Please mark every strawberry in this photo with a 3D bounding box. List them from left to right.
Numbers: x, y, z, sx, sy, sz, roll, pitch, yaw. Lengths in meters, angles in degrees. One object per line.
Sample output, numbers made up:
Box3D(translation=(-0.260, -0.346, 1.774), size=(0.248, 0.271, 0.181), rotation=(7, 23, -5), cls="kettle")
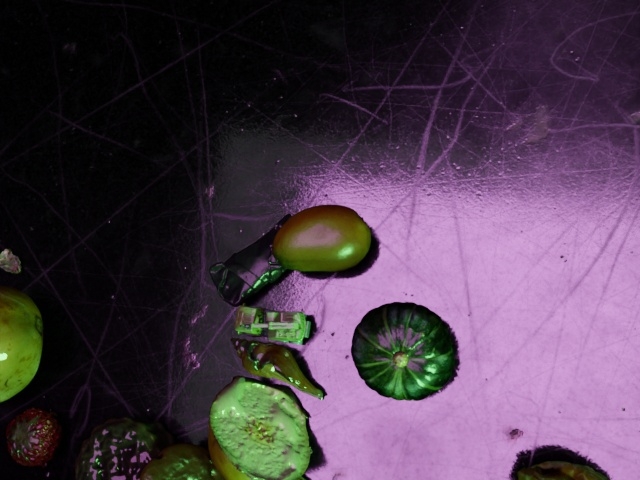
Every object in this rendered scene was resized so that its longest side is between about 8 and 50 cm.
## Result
Box3D(translation=(-0.698, 0.478, 1.672), size=(0.145, 0.086, 0.145), rotation=(-3, 77, 14), cls="strawberry")

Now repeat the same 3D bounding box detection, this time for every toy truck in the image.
Box3D(translation=(-0.112, 0.187, 1.555), size=(0.169, 0.100, 0.077), rotation=(8, 80, 16), cls="toy truck")

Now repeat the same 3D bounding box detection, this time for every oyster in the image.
Box3D(translation=(-0.816, 0.060, 1.821), size=(0.083, 0.019, 0.054), rotation=(35, 89, 21), cls="oyster")

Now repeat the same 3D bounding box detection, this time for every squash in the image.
Box3D(translation=(0.171, 0.229, 1.429), size=(0.218, 0.172, 0.218), rotation=(-1, 81, 9), cls="squash")

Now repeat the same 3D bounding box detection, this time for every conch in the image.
Box3D(translation=(-0.095, 0.276, 1.545), size=(0.233, 0.086, 0.080), rotation=(16, 63, 13), cls="conch")

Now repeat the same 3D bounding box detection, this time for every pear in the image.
Box3D(translation=(-0.163, 0.441, 1.485), size=(0.267, 0.267, 0.178), rotation=(52, 121, 18), cls="pear")

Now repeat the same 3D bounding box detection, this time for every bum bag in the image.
Box3D(translation=(-0.140, 0.047, 1.611), size=(0.248, 0.060, 0.123), rotation=(-38, 68, 4), cls="bum bag")

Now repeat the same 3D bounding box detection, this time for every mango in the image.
Box3D(translation=(0.002, -0.006, 1.541), size=(0.221, 0.120, 0.151), rotation=(0, 77, 4), cls="mango")

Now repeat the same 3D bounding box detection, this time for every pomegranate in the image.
Box3D(translation=(-0.806, 0.246, 1.656), size=(0.308, 0.307, 0.307), rotation=(-3, 79, 15), cls="pomegranate")

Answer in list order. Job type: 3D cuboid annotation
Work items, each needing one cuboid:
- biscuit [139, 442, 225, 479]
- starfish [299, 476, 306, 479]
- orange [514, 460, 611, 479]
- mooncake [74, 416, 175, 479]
Box3D(translation=(-0.292, 0.548, 1.500), size=(0.036, 0.212, 0.212), rotation=(-38, 65, 52), cls="biscuit")
Box3D(translation=(-0.033, 0.579, 1.423), size=(0.278, 0.062, 0.235), rotation=(-6, 35, 3), cls="starfish")
Box3D(translation=(0.491, 0.583, 1.241), size=(0.271, 0.211, 0.368), rotation=(-23, 67, 50), cls="orange")
Box3D(translation=(-0.443, 0.517, 1.572), size=(0.228, 0.124, 0.228), rotation=(-3, 77, 15), cls="mooncake")
